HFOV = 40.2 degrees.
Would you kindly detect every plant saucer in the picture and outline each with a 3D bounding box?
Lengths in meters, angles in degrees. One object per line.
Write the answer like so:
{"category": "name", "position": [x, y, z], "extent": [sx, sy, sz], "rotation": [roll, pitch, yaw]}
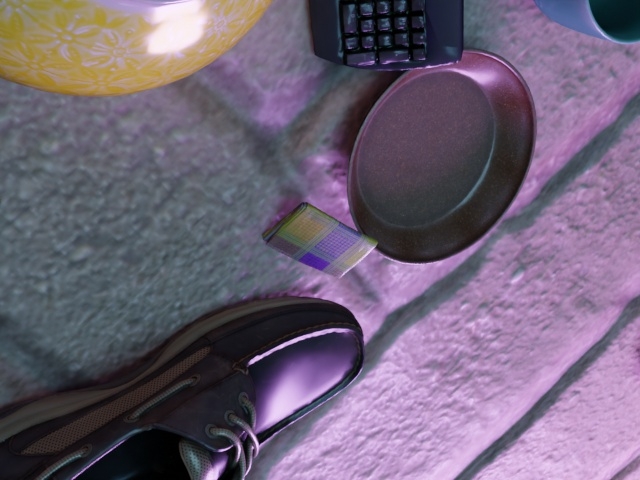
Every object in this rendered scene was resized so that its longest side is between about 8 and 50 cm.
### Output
{"category": "plant saucer", "position": [0.102, -0.074, 0.769], "extent": [0.199, 0.036, 0.198], "rotation": [-14, 120, -24]}

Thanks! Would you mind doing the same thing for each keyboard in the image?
{"category": "keyboard", "position": [0.082, -0.276, 0.612], "extent": [0.202, 0.033, 0.317], "rotation": [-8, 121, -3]}

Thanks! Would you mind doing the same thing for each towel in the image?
{"category": "towel", "position": [0.000, 0.000, 0.740], "extent": [0.083, 0.009, 0.060], "rotation": [27, 130, -27]}

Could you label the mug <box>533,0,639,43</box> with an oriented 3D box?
{"category": "mug", "position": [0.242, -0.231, 0.731], "extent": [0.129, 0.097, 0.158], "rotation": [-52, 130, 2]}

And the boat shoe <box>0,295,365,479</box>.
{"category": "boat shoe", "position": [-0.107, 0.163, 0.708], "extent": [0.355, 0.130, 0.132], "rotation": [-25, 125, -18]}

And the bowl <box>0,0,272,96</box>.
{"category": "bowl", "position": [-0.114, -0.206, 0.493], "extent": [0.290, 0.156, 0.289], "rotation": [-14, 121, -24]}
